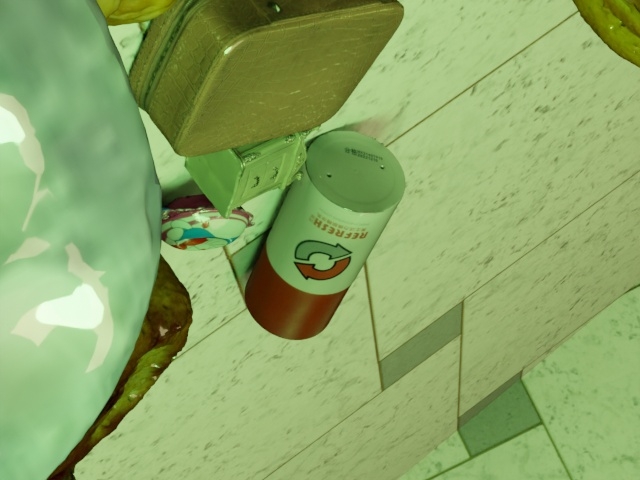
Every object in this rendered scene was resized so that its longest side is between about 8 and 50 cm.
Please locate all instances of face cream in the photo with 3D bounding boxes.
[{"bbox_3d":[0.000,0.000,1.392,0.096,0.096,0.214,-24,156,-35],"label":"face cream"}]

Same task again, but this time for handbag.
[{"bbox_3d":[-0.041,-0.134,1.071,0.193,0.072,0.151,-22,154,-44],"label":"handbag"}]

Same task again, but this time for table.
[{"bbox_3d":[-0.054,-0.075,1.186,0.083,0.062,0.079,-28,158,-29],"label":"table"}]

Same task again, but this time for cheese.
[{"bbox_3d":[-0.114,-0.017,1.226,0.095,0.038,0.145,-19,162,40],"label":"cheese"}]

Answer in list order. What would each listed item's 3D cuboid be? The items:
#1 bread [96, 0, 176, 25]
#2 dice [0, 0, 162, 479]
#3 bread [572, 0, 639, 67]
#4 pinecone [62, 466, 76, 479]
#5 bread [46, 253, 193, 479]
[{"bbox_3d":[-0.106,-0.197,0.635,0.120,0.198,0.236,5,135,-41],"label":"bread"},{"bbox_3d":[-0.242,-0.027,0.534,0.270,0.271,0.270,-39,131,-26],"label":"dice"},{"bbox_3d":[0.316,-0.254,1.202,0.268,0.268,0.145,-30,170,-22],"label":"bread"},{"bbox_3d":[-0.306,0.264,1.292,0.221,0.221,0.221,-34,160,-14],"label":"pinecone"},{"bbox_3d":[-0.209,0.086,1.160,0.246,0.135,0.232,-54,166,32],"label":"bread"}]
